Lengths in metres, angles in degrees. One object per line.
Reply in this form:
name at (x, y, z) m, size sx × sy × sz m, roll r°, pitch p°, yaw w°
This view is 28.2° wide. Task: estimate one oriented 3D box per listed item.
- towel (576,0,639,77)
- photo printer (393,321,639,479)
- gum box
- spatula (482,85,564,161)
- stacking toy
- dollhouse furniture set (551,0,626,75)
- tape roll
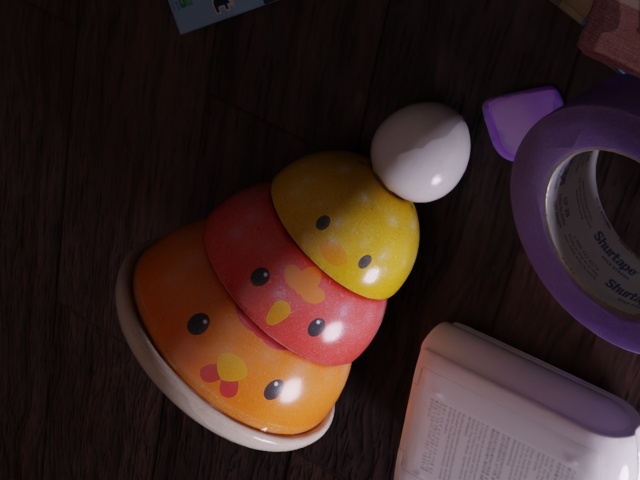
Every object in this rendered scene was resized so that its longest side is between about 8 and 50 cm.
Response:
towel at (0.382, -0.270, 1.098) m, size 0.237 × 0.037 × 0.329 m, roll 29°, pitch 121°, yaw 22°
photo printer at (0.255, 0.270, 1.617) m, size 0.307 × 0.107 × 0.256 m, roll 24°, pitch 124°, yaw 26°
gum box at (-0.135, -0.366, 1.652) m, size 0.184 × 0.041 × 0.157 m, roll -10°, pitch 104°, yaw 39°
spatula at (0.321, -0.145, 1.418) m, size 0.296 × 0.030 × 0.084 m, roll -7°, pitch 108°, yaw 39°
stacking toy at (0.000, 0.000, 1.600) m, size 0.350 × 0.350 × 0.480 m, roll 47°, pitch 115°, yaw 10°
dollhouse furniture set at (0.247, -0.357, 1.295) m, size 0.198 × 0.303 × 0.286 m, roll -48°, pitch 55°, yaw 8°
tape roll at (0.321, -0.024, 1.263) m, size 0.275 × 0.090 × 0.275 m, roll 34°, pitch 141°, yaw 33°
